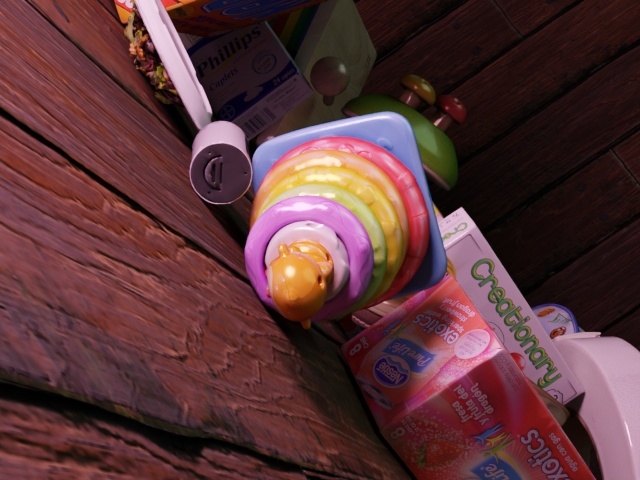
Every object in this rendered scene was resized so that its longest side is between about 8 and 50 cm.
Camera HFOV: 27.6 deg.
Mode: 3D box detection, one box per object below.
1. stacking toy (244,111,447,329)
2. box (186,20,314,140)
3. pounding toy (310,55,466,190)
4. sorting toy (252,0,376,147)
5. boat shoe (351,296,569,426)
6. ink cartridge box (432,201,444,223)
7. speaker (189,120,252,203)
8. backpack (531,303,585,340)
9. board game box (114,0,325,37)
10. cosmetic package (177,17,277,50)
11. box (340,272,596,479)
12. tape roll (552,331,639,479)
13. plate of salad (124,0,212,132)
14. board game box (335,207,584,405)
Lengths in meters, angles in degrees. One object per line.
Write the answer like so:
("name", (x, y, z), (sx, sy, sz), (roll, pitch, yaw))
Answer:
("stacking toy", (0.000, 0.009, 1.080), (0.302, 0.166, 0.175), (-56, 131, -72))
("box", (-0.100, -0.223, 1.750), (0.137, 0.126, 0.072), (57, 6, 26))
("pounding toy", (0.111, -0.179, 1.750), (0.237, 0.110, 0.183), (37, 2, 10))
("sorting toy", (-0.029, -0.221, 1.906), (0.089, 0.255, 0.257), (22, -8, 17))
("boat shoe", (0.142, 0.166, 1.449), (0.342, 0.123, 0.123), (36, -3, -39))
("ink cartridge box", (0.095, 0.026, 1.692), (0.232, 0.171, 0.168), (55, 4, 5))
("speaker", (-0.090, -0.072, 1.172), (0.055, 0.055, 0.136), (54, 4, -13))
("backpack", (0.316, 0.218, 2.057), (0.213, 0.263, 0.276), (53, 6, -25))
("board game box", (-0.067, -0.465, 1.522), (0.356, 0.356, 0.356), (-30, 104, -77))
("cosmetic package", (-0.194, -0.402, 1.918), (0.296, 0.153, 0.129), (56, 2, -6))
("box", (0.166, 0.202, 1.320), (0.300, 0.142, 0.154), (53, 5, -32))
("tape roll", (0.356, 0.314, 1.672), (0.392, 0.072, 0.392), (177, -90, -78))
("plate of salad", (-0.158, -0.179, 1.285), (0.200, 0.048, 0.200), (-24, 90, -89))
("board game box", (0.166, 0.128, 1.556), (0.305, 0.193, 0.053), (52, 5, -32))
